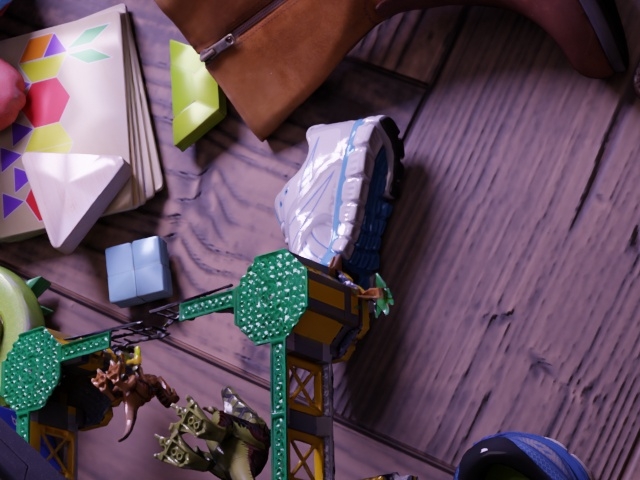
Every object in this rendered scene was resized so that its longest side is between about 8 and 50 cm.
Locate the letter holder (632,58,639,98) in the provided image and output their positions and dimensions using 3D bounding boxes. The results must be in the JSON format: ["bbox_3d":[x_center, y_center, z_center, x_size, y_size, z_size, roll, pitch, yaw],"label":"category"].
[{"bbox_3d":[0.342,-0.198,1.190,0.214,0.152,0.302,36,91,29],"label":"letter holder"}]

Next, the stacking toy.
[{"bbox_3d":[-0.321,-0.019,1.362,0.279,0.130,0.309,24,81,22],"label":"stacking toy"}]

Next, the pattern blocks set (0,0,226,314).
[{"bbox_3d":[-0.206,-0.093,1.443,0.285,0.026,0.325,-4,73,20],"label":"pattern blocks set"}]

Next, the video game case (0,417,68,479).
[{"bbox_3d":[-0.178,0.260,1.180,0.275,0.035,0.248,45,133,-5],"label":"video game case"}]

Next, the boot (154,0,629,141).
[{"bbox_3d":[0.049,-0.159,1.318,0.280,0.096,0.264,-38,101,21],"label":"boot"}]

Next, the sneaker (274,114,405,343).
[{"bbox_3d":[0.000,0.000,1.322,0.083,0.071,0.191,5,71,33],"label":"sneaker"}]

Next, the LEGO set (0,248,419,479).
[{"bbox_3d":[-0.055,0.154,1.240,0.331,0.192,0.255,-26,60,31],"label":"LEGO set"}]

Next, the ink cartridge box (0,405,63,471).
[{"bbox_3d":[-0.306,0.185,1.359,0.207,0.097,0.046,-25,67,12],"label":"ink cartridge box"}]

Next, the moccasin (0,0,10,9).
[{"bbox_3d":[-0.342,-0.315,1.493,0.137,0.117,0.342,-42,54,3],"label":"moccasin"}]

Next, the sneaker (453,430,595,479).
[{"bbox_3d":[0.148,0.271,1.133,0.129,0.147,0.330,-25,68,13],"label":"sneaker"}]
